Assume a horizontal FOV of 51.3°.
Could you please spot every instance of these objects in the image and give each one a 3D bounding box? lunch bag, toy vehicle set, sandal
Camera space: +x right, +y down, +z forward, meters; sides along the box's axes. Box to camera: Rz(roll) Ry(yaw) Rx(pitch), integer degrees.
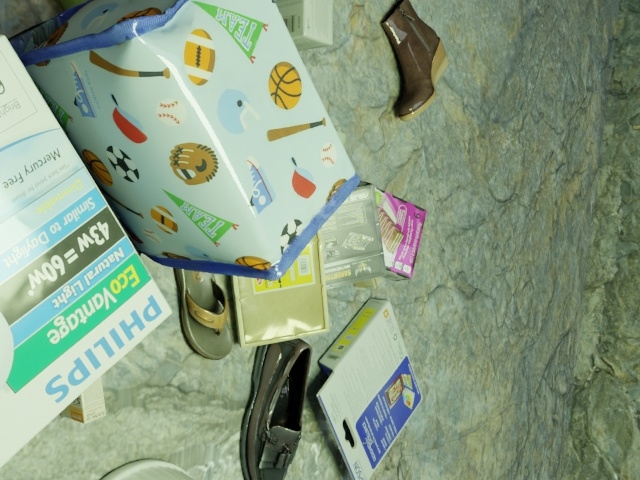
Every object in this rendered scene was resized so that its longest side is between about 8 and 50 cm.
[{"bbox_3d":[-0.204,-0.134,0.824,0.239,0.386,0.327,-49,128,-33],"label":"lunch bag"},{"bbox_3d":[-0.077,0.049,1.188,0.166,0.035,0.266,-8,103,-15],"label":"toy vehicle set"},{"bbox_3d":[-0.187,0.101,1.115,0.090,0.060,0.219,-21,108,-48],"label":"sandal"}]

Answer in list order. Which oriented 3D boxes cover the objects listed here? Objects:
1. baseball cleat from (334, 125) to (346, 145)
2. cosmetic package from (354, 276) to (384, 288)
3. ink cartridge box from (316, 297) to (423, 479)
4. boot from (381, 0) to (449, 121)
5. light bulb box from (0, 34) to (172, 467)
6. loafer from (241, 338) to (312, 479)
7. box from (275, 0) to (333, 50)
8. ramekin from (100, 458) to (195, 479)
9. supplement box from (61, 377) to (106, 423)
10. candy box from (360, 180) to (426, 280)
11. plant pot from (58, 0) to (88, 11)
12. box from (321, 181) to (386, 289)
[{"bbox_3d":[-0.020,-0.190,1.298,0.206,0.072,0.109,8,92,-47],"label":"baseball cleat"},{"bbox_3d":[0.093,0.046,1.458,0.041,0.060,0.115,-38,119,-42],"label":"cosmetic package"},{"bbox_3d":[0.100,0.340,1.479,0.307,0.072,0.303,-43,125,-38],"label":"ink cartridge box"},{"bbox_3d":[0.198,-0.425,1.567,0.207,0.090,0.248,46,58,-27],"label":"boot"},{"bbox_3d":[-0.415,0.040,0.692,0.358,0.225,0.361,-46,125,-34],"label":"light bulb box"},{"bbox_3d":[-0.075,0.325,1.235,0.109,0.095,0.302,9,85,-51],"label":"loafer"},{"bbox_3d":[-0.040,-0.412,1.236,0.087,0.101,0.101,-1,92,-51],"label":"box"},{"bbox_3d":[-0.249,0.480,1.006,0.273,0.127,0.272,-3,94,-51],"label":"ramekin"},{"bbox_3d":[-0.338,0.199,0.933,0.036,0.062,0.098,-14,102,-51],"label":"supplement box"},{"bbox_3d":[0.094,-0.027,1.373,0.234,0.071,0.159,21,74,-22],"label":"candy box"},{"bbox_3d":[-0.323,-0.326,0.920,0.083,0.083,0.079,-48,115,-38],"label":"plant pot"},{"bbox_3d":[0.000,0.000,1.252,0.231,0.056,0.182,-13,105,-14],"label":"box"}]
